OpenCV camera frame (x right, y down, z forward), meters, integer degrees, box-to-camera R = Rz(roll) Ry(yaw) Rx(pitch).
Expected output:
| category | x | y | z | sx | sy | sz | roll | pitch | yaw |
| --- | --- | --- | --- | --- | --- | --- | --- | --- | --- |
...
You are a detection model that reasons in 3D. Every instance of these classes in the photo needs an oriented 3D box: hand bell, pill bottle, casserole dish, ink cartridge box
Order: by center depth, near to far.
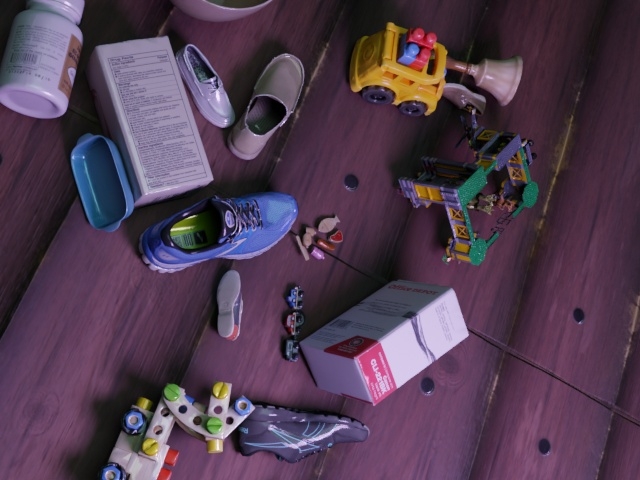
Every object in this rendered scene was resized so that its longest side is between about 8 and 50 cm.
| category | x | y | z | sx | sy | sz | roll | pitch | yaw |
| --- | --- | --- | --- | --- | --- | --- | --- | --- | --- |
| pill bottle | -0.512 | -0.355 | 1.693 | 0.131 | 0.131 | 0.229 | 16 | 71 | -22 |
| casserole dish | -0.403 | -0.109 | 1.706 | 0.037 | 0.114 | 0.188 | -13 | 83 | -56 |
| ink cartridge box | 0.129 | 0.196 | 1.830 | 0.273 | 0.197 | 0.114 | -32 | 110 | -29 |
| hand bell | 0.340 | -0.411 | 2.162 | 0.242 | 0.126 | 0.126 | 15 | 71 | -10 |

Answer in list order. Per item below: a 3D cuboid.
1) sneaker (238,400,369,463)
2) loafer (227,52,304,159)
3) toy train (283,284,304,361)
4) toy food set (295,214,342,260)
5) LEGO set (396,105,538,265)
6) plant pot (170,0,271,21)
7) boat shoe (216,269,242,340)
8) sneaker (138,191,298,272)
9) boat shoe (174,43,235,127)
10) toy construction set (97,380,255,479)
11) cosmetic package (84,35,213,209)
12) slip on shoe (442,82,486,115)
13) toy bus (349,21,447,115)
| category | x | y | z | sx | sy | sz | roll | pitch | yaw |
| --- | --- | --- | --- | --- | --- | --- | --- | --- | --- |
| sneaker | -0.036 | 0.379 | 1.784 | 0.267 | 0.101 | 0.106 | 10 | 83 | -15 |
| loafer | -0.099 | -0.286 | 1.904 | 0.102 | 0.092 | 0.268 | 32 | 66 | -16 |
| toy train | -0.057 | 0.167 | 1.854 | 0.036 | 0.027 | 0.158 | 8 | 74 | -13 |
| toy food set | 0.000 | 0.000 | 1.927 | 0.122 | 0.019 | 0.078 | -22 | 88 | -37 |
| LEGO set | 0.322 | -0.115 | 2.057 | 0.331 | 0.192 | 0.255 | -50 | 131 | -24 |
| plant pot | -0.223 | -0.558 | 1.852 | 0.284 | 0.191 | 0.284 | 7 | 74 | -25 |
| boat shoe | -0.175 | 0.128 | 1.795 | 0.043 | 0.049 | 0.137 | 38 | 51 | -62 |
| sneaker | -0.178 | -0.023 | 1.770 | 0.330 | 0.147 | 0.130 | -20 | 87 | -29 |
| boat shoe | -0.229 | -0.317 | 1.863 | 0.066 | 0.063 | 0.184 | -28 | 91 | -29 |
| toy construction set | -0.264 | 0.389 | 1.611 | 0.215 | 0.151 | 0.328 | 20 | 53 | 0 |
| cosmetic package | -0.332 | -0.223 | 1.753 | 0.153 | 0.129 | 0.296 | -14 | 85 | -28 |
| slip on shoe | 0.332 | -0.332 | 2.156 | 0.135 | 0.051 | 0.041 | 18 | 68 | -30 |
| toy bus | 0.205 | -0.389 | 2.014 | 0.220 | 0.211 | 0.149 | 16 | 69 | -24 |
